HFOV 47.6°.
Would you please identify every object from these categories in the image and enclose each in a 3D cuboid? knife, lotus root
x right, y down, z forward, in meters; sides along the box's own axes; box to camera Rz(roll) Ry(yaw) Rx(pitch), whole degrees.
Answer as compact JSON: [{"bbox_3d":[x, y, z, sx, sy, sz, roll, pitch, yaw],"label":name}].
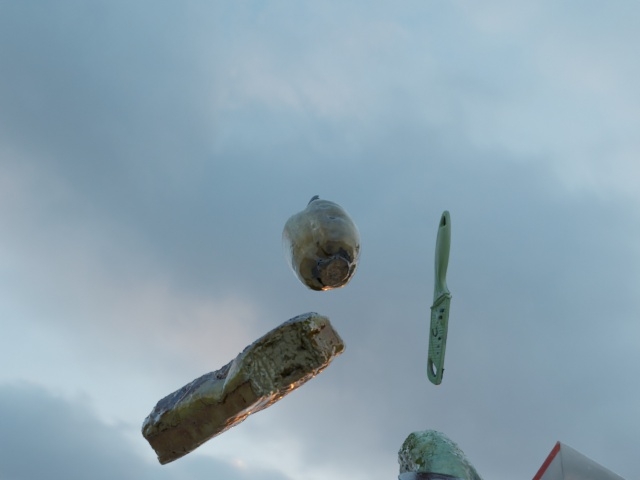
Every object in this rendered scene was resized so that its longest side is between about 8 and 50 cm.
[{"bbox_3d":[0.195,0.087,1.171,0.020,0.293,0.043,19,-20,-31],"label":"knife"},{"bbox_3d":[0.000,0.000,1.151,0.125,0.221,0.118,-21,-62,0],"label":"lotus root"}]

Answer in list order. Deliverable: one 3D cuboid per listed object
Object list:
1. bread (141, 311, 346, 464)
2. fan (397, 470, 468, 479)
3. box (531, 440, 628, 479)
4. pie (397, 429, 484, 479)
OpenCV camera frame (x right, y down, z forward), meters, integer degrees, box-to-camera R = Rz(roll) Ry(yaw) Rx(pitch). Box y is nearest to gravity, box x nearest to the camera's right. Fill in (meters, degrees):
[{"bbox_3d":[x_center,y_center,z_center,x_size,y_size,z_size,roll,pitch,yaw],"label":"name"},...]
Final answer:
[{"bbox_3d":[-0.137,0.240,1.187,0.380,0.109,0.185,-37,-14,30],"label":"bread"},{"bbox_3d":[0.131,0.247,0.718,0.085,0.005,0.133,9,-5,-23],"label":"fan"},{"bbox_3d":[0.415,0.419,1.116,0.182,0.133,0.099,27,-20,33],"label":"box"},{"bbox_3d":[0.138,0.366,0.856,0.078,0.277,0.277,1,-45,-7],"label":"pie"}]
